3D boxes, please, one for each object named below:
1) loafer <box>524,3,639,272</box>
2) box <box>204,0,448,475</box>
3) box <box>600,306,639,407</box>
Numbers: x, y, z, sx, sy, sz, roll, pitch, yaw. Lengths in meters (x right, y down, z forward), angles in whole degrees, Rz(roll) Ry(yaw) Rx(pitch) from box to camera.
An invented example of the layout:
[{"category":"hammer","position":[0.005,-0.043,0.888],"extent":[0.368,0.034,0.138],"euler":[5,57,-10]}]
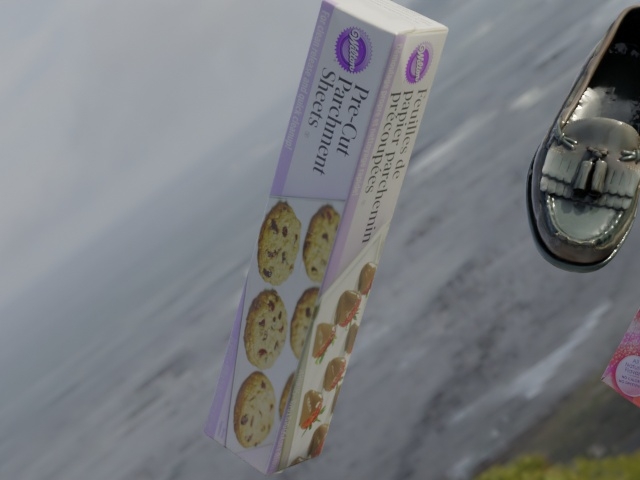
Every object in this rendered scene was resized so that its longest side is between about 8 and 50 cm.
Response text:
[{"category":"loafer","position":[0.232,-0.093,1.538],"extent":[0.084,0.096,0.267],"euler":[96,-169,-48]},{"category":"box","position":[0.000,0.000,1.216],"extent":[0.063,0.067,0.324],"euler":[-14,-53,-52]},{"category":"box","position":[0.416,0.111,1.691],"extent":[0.300,0.154,0.142],"euler":[7,-65,-50]}]
